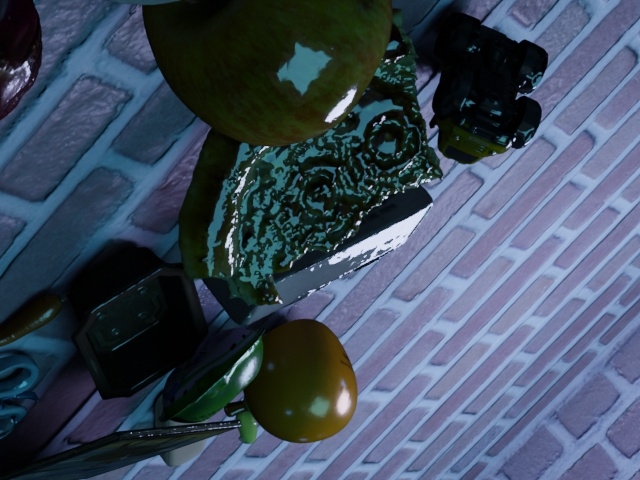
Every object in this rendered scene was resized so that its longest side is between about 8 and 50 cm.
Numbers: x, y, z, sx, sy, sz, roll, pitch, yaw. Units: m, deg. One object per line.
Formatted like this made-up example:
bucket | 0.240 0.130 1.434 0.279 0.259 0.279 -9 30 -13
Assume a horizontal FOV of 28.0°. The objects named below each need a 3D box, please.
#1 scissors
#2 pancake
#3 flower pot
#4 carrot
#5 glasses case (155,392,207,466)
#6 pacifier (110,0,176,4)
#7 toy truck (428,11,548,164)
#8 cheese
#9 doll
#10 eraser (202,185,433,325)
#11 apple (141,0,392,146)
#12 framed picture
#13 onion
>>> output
scissors | -0.522 0.223 1.643 0.393 0.032 0.180 -3 135 -51
pancake | -0.016 -0.095 1.658 0.427 0.067 0.304 -38 122 -6
flower pot | -0.259 0.102 1.746 0.179 0.084 0.251 -32 150 -15
carrot | -0.386 0.109 1.651 0.142 0.035 0.035 -33 152 -6
glasses case | -0.228 0.302 2.107 0.083 0.050 0.196 -28 150 -27
pacifier | -0.166 -0.328 1.106 0.273 0.220 0.332 -37 155 -39
toy truck | 0.212 -0.194 1.776 0.147 0.224 0.165 21 138 -12
cheese | -0.162 0.194 1.902 0.204 0.083 0.320 -41 -174 -3
doll | -0.059 0.247 2.099 0.236 0.213 0.213 -28 153 5
eraser | 0.000 -0.001 1.890 0.353 0.111 0.077 -26 149 -26
apple | -0.061 -0.233 1.333 0.264 0.264 0.264 -30 151 -19
framed picture | -0.322 0.318 1.879 0.347 0.016 0.265 -22 165 32
onion | -0.330 -0.148 1.179 0.173 0.198 0.135 -20 156 -2
